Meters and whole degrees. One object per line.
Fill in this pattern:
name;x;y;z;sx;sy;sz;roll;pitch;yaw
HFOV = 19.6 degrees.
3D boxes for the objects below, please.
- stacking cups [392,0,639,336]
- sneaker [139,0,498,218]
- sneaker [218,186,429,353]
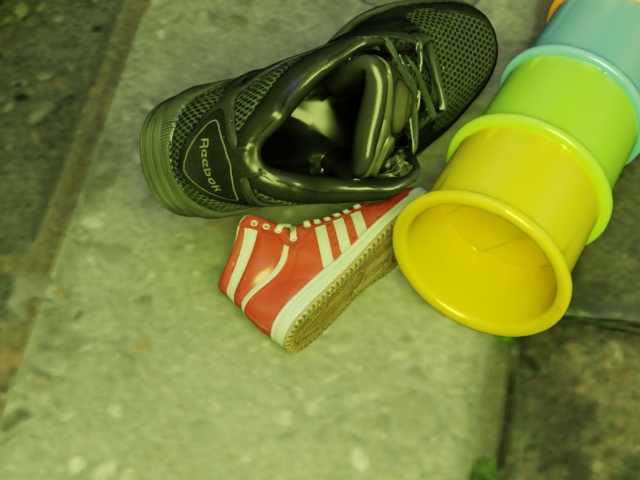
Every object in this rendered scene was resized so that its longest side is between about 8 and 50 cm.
stacking cups;0.143;-0.093;0.989;0.096;0.096;0.316;17;52;19
sneaker;0.033;-0.069;0.938;0.228;0.087;0.130;-22;15;-38
sneaker;0.000;0.000;0.951;0.067;0.042;0.118;35;61;26
